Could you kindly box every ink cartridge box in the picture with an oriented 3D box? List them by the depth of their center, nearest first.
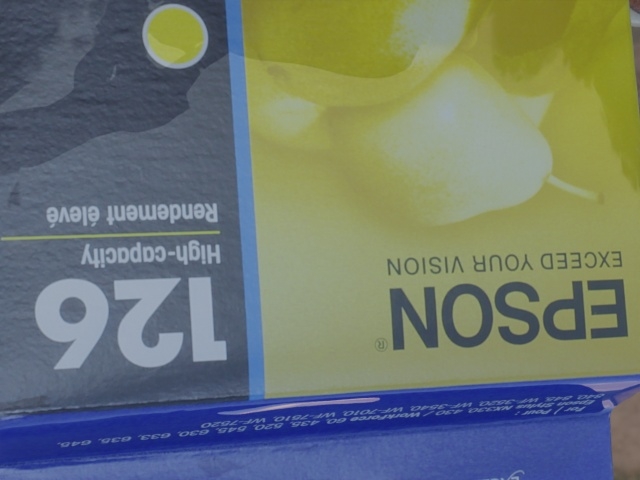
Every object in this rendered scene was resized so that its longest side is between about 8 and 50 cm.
[{"bbox_3d":[0.000,0.000,0.601,0.303,0.307,0.072,-2,171,-20],"label":"ink cartridge box"}]

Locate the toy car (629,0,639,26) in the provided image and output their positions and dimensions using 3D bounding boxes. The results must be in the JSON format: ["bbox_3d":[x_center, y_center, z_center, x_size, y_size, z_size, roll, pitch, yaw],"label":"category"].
[{"bbox_3d":[0.267,-0.265,1.035,0.155,0.149,0.188,16,135,-39],"label":"toy car"}]
